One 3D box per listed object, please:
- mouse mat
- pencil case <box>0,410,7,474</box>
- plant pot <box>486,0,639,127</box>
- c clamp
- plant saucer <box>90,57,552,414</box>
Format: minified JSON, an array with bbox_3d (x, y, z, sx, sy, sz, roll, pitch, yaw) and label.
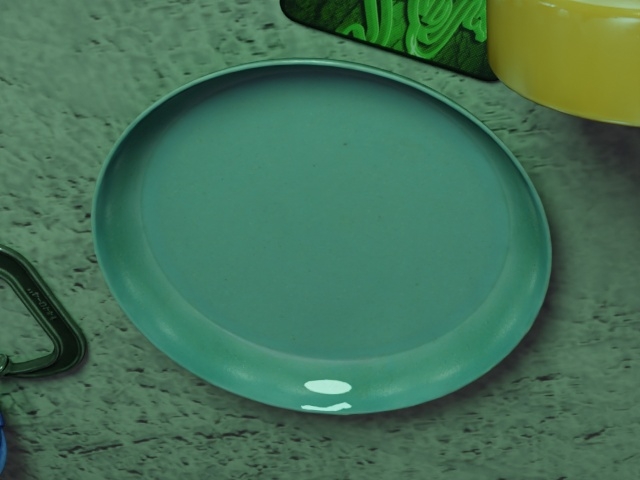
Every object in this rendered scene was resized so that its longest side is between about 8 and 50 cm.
[{"bbox_3d":[0.069,-0.187,0.727,0.152,0.007,0.190,16,131,-5],"label":"mouse mat"},{"bbox_3d":[-0.401,0.188,1.041,0.306,0.133,0.119,-22,87,24],"label":"pencil case"},{"bbox_3d":[0.180,-0.179,0.598,0.205,0.205,0.188,-1,120,9],"label":"plant pot"},{"bbox_3d":[-0.266,0.057,0.977,0.137,0.022,0.161,-24,121,20],"label":"c clamp"},{"bbox_3d":[0.000,0.000,0.872,0.317,0.044,0.318,4,130,5],"label":"plant saucer"}]
